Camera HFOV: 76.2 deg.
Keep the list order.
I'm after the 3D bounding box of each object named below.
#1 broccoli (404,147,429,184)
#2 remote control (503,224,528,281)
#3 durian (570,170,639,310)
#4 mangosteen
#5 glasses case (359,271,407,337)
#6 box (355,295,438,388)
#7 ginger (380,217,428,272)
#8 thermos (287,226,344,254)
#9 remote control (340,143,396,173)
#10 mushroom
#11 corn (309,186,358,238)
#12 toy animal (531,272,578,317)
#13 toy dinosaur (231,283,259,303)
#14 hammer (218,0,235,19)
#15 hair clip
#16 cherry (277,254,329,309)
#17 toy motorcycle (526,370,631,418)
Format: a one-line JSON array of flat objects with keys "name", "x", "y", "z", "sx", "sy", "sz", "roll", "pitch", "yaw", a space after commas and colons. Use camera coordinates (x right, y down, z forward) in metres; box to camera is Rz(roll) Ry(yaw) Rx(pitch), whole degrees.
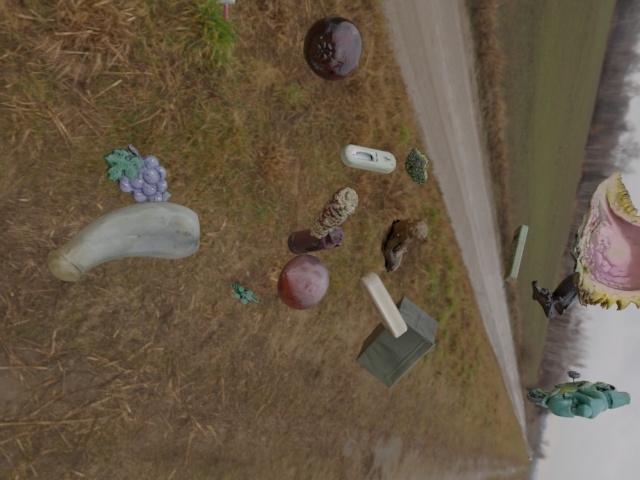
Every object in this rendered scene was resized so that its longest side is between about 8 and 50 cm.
[{"name": "broccoli", "x": 0.310, "y": -0.236, "z": 1.302, "sx": 0.095, "sy": 0.097, "sz": 0.092, "roll": -60, "pitch": 168, "yaw": 25}, {"name": "remote control", "x": 0.797, "y": 0.054, "z": 1.668, "sx": 0.098, "sy": 0.038, "sz": 0.233, "roll": 67, "pitch": 42, "yaw": -72}, {"name": "durian", "x": 0.614, "y": 0.034, "z": 0.864, "sx": 0.196, "sy": 0.185, "sz": 0.305, "roll": 67, "pitch": 39, "yaw": -54}, {"name": "mangosteen", "x": 0.063, "y": -0.759, "z": 1.606, "sx": 0.261, "sy": 0.235, "sz": 0.236, "roll": -46, "pitch": 136, "yaw": -50}, {"name": "glasses case", "x": 0.175, "y": 0.180, "z": 1.145, "sx": 0.050, "sy": 0.083, "sz": 0.196, "roll": -31, "pitch": 96, "yaw": -11}, {"name": "box", "x": 0.254, "y": 0.332, "z": 1.338, "sx": 0.231, "sy": 0.155, "sz": 0.149, "roll": -57, "pitch": 173, "yaw": 26}, {"name": "ginger", "x": 0.306, "y": 0.003, "z": 1.596, "sx": 0.107, "sy": 0.133, "sz": 0.309, "roll": -44, "pitch": 169, "yaw": -28}, {"name": "thermos", "x": -0.006, "y": 0.003, "z": 1.782, "sx": 0.109, "sy": 0.330, "sz": 0.136, "roll": -46, "pitch": 109, "yaw": -31}, {"name": "remote control", "x": 0.171, "y": -0.285, "z": 1.423, "sx": 0.221, "sy": 0.042, "sz": 0.078, "roll": 5, "pitch": 70, "yaw": -25}, {"name": "mushroom", "x": -0.330, "y": -0.009, "z": 0.721, "sx": 0.270, "sy": 0.103, "sz": 0.118, "roll": -14, "pitch": 123, "yaw": -51}, {"name": "corn", "x": 0.037, "y": -0.089, "z": 1.408, "sx": 0.092, "sy": 0.280, "sz": 0.092, "roll": 12, "pitch": 62, "yaw": -23}, {"name": "toy animal", "x": 0.777, "y": 0.166, "z": 1.254, "sx": 0.121, "sy": 0.210, "sz": 0.117, "roll": -72, "pitch": 139, "yaw": -71}, {"name": "toy dinosaur", "x": -0.309, "y": 0.219, "z": 1.674, "sx": 0.059, "sy": 0.132, "sz": 0.096, "roll": -57, "pitch": -170, "yaw": -2}, {"name": "hammer", "x": -0.267, "y": -0.663, "z": 1.156, "sx": 0.083, "sy": 0.052, "sz": 0.031, "roll": 114, "pitch": -27, "yaw": -59}, {"name": "hair clip", "x": -0.480, "y": -0.174, "z": 1.088, "sx": 0.124, "sy": 0.052, "sz": 0.195, "roll": -54, "pitch": 131, "yaw": -8}, {"name": "cherry", "x": -0.068, "y": 0.171, "z": 1.666, "sx": 0.239, "sy": 0.206, "sz": 0.239, "roll": -55, "pitch": -178, "yaw": 3}, {"name": "toy motorcycle", "x": 0.881, "y": 0.535, "z": 1.392, "sx": 0.198, "sy": 0.296, "sz": 0.109, "roll": -94, "pitch": 175, "yaw": -88}]
